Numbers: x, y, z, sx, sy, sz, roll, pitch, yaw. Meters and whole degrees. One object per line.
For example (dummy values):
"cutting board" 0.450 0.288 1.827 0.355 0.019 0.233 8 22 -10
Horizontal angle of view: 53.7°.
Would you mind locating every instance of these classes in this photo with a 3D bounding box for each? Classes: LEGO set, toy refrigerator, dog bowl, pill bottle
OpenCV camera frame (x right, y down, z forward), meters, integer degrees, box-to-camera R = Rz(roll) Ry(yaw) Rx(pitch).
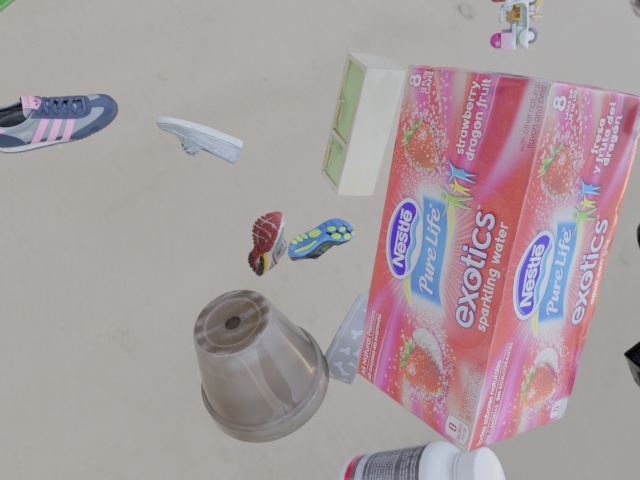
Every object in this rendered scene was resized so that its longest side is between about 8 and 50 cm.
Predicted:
"LEGO set" 0.266 -0.367 0.926 0.107 0.132 0.287 8 27 12
"toy refrigerator" 0.077 -0.232 1.278 0.094 0.269 0.102 -2 34 -23
"dog bowl" 0.123 0.248 1.771 0.102 0.349 0.349 30 50 10
"pill bottle" 0.203 0.506 1.280 0.176 0.318 0.176 30 49 -41

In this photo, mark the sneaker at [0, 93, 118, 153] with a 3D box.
"sneaker" -0.663 -0.309 1.550 0.319 0.131 0.112 -21 65 -11

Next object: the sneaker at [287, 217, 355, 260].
"sneaker" 0.000 0.000 1.559 0.188 0.078 0.067 -22 74 -23

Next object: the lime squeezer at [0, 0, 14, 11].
"lime squeezer" -0.235 -0.235 0.428 0.110 0.310 0.059 18 52 -3

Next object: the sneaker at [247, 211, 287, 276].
"sneaker" -0.139 -0.001 1.767 0.093 0.225 0.088 -28 64 -38

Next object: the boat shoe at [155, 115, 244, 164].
"boat shoe" -0.311 -0.251 1.602 0.227 0.079 0.081 17 92 -14

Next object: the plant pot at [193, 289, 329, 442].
"plant pot" -0.169 0.275 1.519 0.280 0.323 0.323 69 34 -44

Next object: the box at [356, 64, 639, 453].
"box" 0.149 0.007 0.563 0.142 0.154 0.300 -3 110 -36

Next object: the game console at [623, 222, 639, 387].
"game console" 0.490 0.075 0.845 0.361 0.213 0.044 49 3 -38
